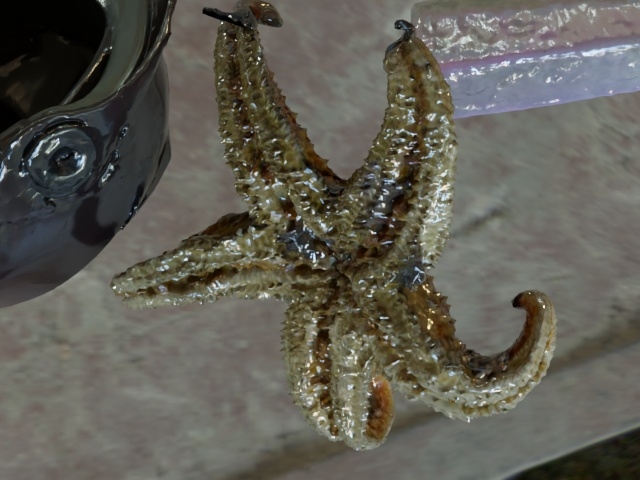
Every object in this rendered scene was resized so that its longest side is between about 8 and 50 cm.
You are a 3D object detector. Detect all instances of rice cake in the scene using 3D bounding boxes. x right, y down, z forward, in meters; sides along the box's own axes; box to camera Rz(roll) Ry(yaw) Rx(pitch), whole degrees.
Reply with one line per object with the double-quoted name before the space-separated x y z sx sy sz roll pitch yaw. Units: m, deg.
"rice cake" 0.237 -0.139 1.272 0.399 0.064 0.070 -8 54 4

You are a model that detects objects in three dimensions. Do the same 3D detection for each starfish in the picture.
"starfish" 0.000 -0.003 1.187 0.312 0.113 0.303 -16 105 45

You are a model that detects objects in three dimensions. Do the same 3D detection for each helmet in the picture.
"helmet" -0.203 -0.062 1.281 0.305 0.177 0.225 -22 41 -1
